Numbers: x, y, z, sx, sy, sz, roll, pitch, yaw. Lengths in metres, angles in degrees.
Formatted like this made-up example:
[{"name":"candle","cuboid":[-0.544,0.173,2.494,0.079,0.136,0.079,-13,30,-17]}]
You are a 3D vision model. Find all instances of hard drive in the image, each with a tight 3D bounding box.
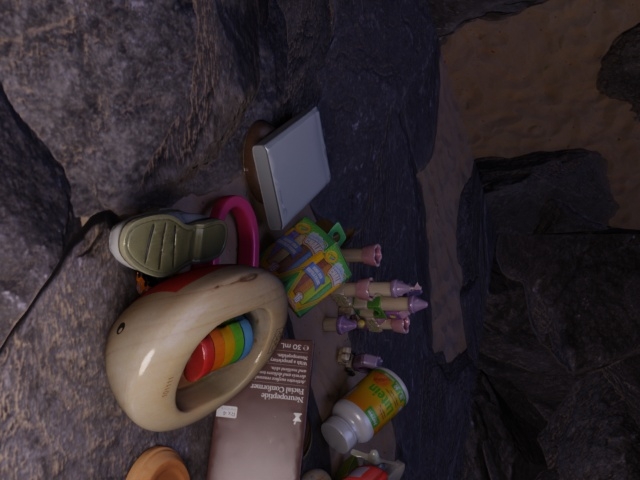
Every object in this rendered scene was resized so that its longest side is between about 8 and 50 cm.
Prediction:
[{"name":"hard drive","cuboid":[-0.062,-0.180,1.912,0.307,0.040,0.203,-49,133,-56]}]

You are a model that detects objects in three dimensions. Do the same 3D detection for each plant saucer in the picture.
[{"name":"plant saucer","cuboid":[-0.119,-0.185,1.878,0.198,0.036,0.199,-1,90,-66]},{"name":"plant saucer","cuboid":[0.069,0.734,2.267,0.188,0.045,0.189,-54,137,-53]},{"name":"plant saucer","cuboid":[-0.296,0.482,1.474,0.200,0.037,0.200,0,90,-66]}]

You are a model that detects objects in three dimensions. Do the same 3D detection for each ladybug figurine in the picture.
[{"name":"ladybug figurine","cuboid":[-0.220,0.172,1.437,0.449,0.161,0.305,-9,124,-61]}]

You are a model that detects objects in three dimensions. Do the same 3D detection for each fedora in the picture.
[{"name":"fedora","cuboid":[0.000,0.000,2.042,0.079,0.194,0.194,53,24,8]}]

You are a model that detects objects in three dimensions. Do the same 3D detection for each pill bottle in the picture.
[{"name":"pill bottle","cuboid":[0.120,0.472,2.211,0.245,0.136,0.136,-36,125,-34]}]

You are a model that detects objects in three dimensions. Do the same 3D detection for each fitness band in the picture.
[{"name":"fitness band","cuboid":[-0.193,0.049,1.688,0.209,0.054,0.291,14,79,-65]}]

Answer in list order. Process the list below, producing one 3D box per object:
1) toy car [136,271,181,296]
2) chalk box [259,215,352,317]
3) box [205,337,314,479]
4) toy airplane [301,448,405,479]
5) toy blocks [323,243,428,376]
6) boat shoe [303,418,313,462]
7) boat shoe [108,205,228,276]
[{"name":"toy car","cuboid":[-0.292,0.086,1.470,0.122,0.060,0.041,6,116,-59]},{"name":"chalk box","cuboid":[-0.021,0.047,1.852,0.213,0.132,0.132,-39,137,-9]},{"name":"box","cuboid":[-0.123,0.388,1.637,0.143,0.191,0.382,93,3,-77]},{"name":"toy airplane","cuboid":[0.051,0.700,2.027,0.384,0.272,0.386,-49,160,2]},{"name":"toy blocks","cuboid":[0.187,0.203,2.277,0.289,0.259,0.309,56,41,-52]},{"name":"boat shoe","cuboid":[-0.104,0.475,1.808,0.307,0.110,0.105,-51,136,-55]},{"name":"boat shoe","cuboid":[-0.286,-0.002,1.424,0.302,0.103,0.113,2,101,-67]}]
